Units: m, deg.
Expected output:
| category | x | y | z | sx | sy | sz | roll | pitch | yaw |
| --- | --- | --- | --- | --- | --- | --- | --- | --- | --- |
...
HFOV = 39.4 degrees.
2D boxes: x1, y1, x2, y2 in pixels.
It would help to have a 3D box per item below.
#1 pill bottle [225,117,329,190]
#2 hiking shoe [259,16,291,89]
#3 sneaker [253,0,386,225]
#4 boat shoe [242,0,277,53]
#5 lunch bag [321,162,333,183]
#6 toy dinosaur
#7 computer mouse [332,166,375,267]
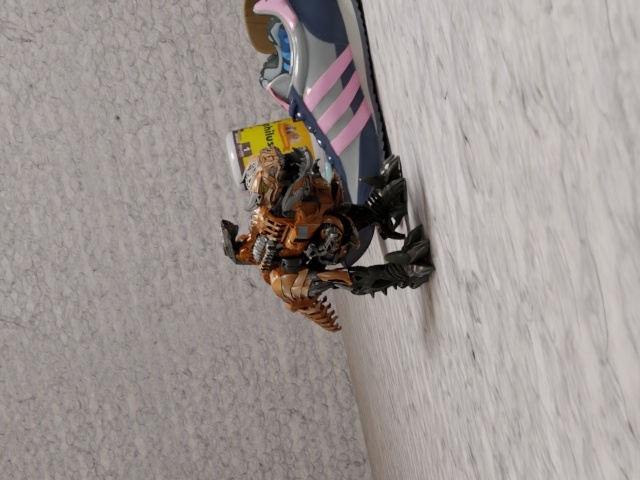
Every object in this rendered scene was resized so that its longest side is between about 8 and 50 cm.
| category | x | y | z | sx | sy | sz | roll | pitch | yaw |
| --- | --- | --- | --- | --- | --- | --- | --- | --- | --- |
| pill bottle | -0.066 | -0.171 | 1.697 | 0.117 | 0.215 | 0.117 | 167 | 90 | -88 |
| hiking shoe | -0.016 | -0.314 | 1.503 | 0.132 | 0.113 | 0.304 | 44 | 162 | 8 |
| sneaker | 0.004 | -0.164 | 1.112 | 0.112 | 0.131 | 0.319 | -120 | 17 | -81 |
| boat shoe | -0.115 | -0.594 | 2.006 | 0.110 | 0.121 | 0.341 | -98 | 7 | -60 |
| lunch bag | -0.022 | -0.146 | 2.105 | 0.279 | 0.107 | 0.224 | -109 | 12 | -56 |
| toy dinosaur | 0.000 | 0.000 | 1.026 | 0.322 | 0.218 | 0.164 | 86 | 171 | -73 |
| computer mouse | 0.047 | -0.098 | 1.385 | 0.184 | 0.060 | 0.262 | 74 | -168 | -46 |
